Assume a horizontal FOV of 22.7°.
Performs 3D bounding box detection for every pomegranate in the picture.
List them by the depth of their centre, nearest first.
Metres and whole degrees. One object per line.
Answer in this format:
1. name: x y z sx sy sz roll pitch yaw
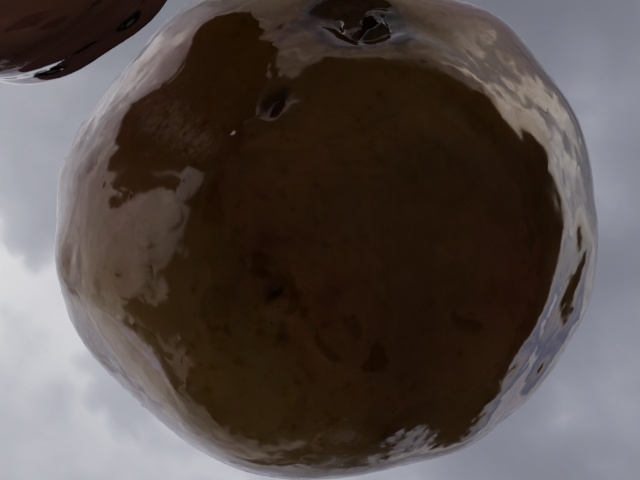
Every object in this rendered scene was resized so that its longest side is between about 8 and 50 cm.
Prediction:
1. pomegranate: 0.000 0.000 1.200 0.412 0.411 0.411 -8 -73 -26

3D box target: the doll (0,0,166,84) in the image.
1. doll: -0.191 -0.207 0.994 0.284 0.268 0.216 -31 -96 4
